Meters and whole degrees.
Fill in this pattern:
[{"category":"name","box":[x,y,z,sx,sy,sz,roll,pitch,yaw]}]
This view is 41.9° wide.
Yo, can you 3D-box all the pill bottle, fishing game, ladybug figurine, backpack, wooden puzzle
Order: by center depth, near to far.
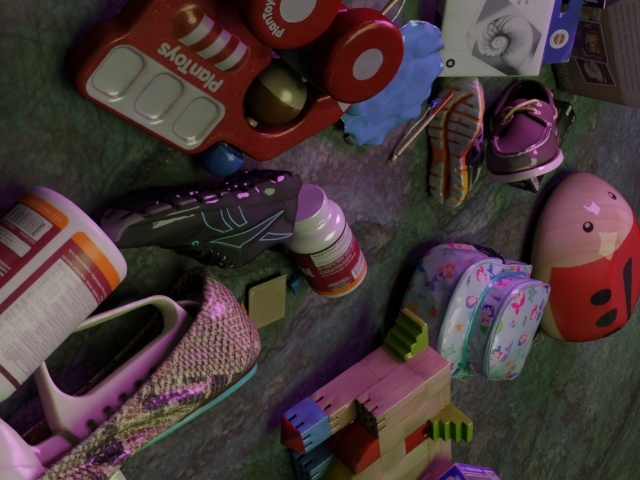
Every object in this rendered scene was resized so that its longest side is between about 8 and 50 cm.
[{"category":"pill bottle","box":[-0.288,0.066,0.741,0.221,0.121,0.121,-49,139,-22]},{"category":"pill bottle","box":[0.000,0.000,1.091,0.086,0.086,0.152,-51,139,-21]},{"category":"wooden puzzle","box":[-0.073,0.082,1.105,0.116,0.014,0.078,-12,121,-47]},{"category":"fishing game","box":[0.091,-0.209,1.118,0.189,0.041,0.264,-49,149,1]},{"category":"backpack","box":[0.246,0.121,1.382,0.253,0.191,0.225,11,100,-47]},{"category":"ladybug figurine","box":[0.569,0.057,1.753,0.305,0.162,0.449,-50,140,-22]}]

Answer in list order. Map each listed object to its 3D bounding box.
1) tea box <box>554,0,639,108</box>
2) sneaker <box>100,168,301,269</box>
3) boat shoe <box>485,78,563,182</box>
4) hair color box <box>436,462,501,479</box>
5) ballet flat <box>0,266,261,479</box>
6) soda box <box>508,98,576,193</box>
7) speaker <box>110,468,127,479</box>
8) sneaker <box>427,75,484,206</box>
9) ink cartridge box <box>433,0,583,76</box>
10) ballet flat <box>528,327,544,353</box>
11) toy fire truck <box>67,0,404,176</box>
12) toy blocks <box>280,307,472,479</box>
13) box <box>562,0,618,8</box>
[{"category":"tea box","box":[0.548,-0.451,1.421,0.323,0.220,0.329,-55,142,-15]},{"category":"sneaker","box":[-0.116,-0.013,0.918,0.267,0.101,0.106,-15,110,-45]},{"category":"boat shoe","box":[0.315,-0.175,1.302,0.324,0.117,0.096,-51,130,-62]},{"category":"hair color box","box":[0.163,0.520,1.394,0.339,0.110,0.185,-43,148,11]},{"category":"ballet flat","box":[-0.256,0.187,0.845,0.483,0.164,0.182,-43,115,-37]},{"category":"soda box","box":[0.394,-0.173,1.507,0.169,0.060,0.053,-60,144,-11]},{"category":"speaker","box":[-0.282,0.297,0.922,0.136,0.055,0.055,-41,135,-32]},{"category":"sneaker","box":[0.216,-0.159,1.286,0.083,0.084,0.214,-34,141,-40]},{"category":"ink cartridge box","box":[0.273,-0.335,1.161,0.224,0.045,0.223,-4,128,-9]},{"category":"ballet flat","box":[0.434,0.217,1.779,0.114,0.041,0.041,-32,130,-38]},{"category":"toy fire truck","box":[-0.077,-0.191,0.865,0.254,0.169,0.302,-46,144,11]},{"category":"toy blocks","box":[0.075,0.322,1.294,0.261,0.191,0.381,-32,137,-23]},{"category":"box","box":[0.356,-0.431,1.227,0.077,0.180,0.147,-34,131,-39]}]
